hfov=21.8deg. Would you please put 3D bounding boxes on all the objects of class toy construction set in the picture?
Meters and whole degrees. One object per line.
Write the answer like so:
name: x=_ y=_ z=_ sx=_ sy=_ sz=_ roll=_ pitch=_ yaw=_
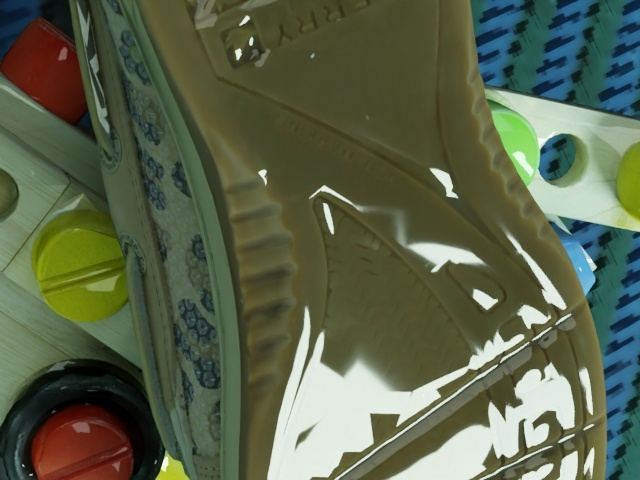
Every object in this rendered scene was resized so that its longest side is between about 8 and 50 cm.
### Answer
toy construction set: x=-0.059 y=-0.039 z=0.510 sx=0.328 sy=0.151 sz=0.215 roll=38 pitch=94 yaw=-5

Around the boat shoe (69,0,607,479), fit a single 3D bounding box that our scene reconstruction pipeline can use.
boat shoe: x=0.000 y=0.000 z=0.427 sx=0.105 sy=0.089 sz=0.285 roll=-19 pitch=110 yaw=-21
